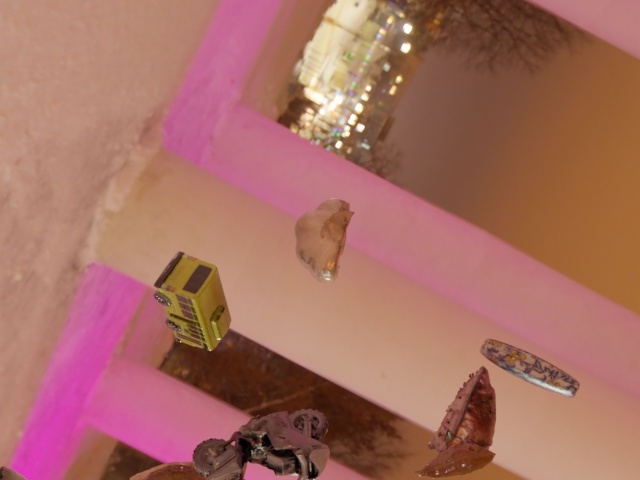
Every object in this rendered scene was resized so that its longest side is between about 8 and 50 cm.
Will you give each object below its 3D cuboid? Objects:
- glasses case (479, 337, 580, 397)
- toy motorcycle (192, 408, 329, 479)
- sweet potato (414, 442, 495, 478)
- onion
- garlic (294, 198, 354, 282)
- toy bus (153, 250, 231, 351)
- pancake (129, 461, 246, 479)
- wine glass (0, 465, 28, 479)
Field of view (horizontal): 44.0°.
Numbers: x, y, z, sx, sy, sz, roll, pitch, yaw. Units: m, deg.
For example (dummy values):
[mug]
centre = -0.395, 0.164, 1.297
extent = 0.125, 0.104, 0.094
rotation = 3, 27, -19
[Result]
[glasses case]
centre = 0.508, 0.310, 1.932
extent = 0.065, 0.248, 0.087
rotation = -59, 159, -15
[toy motorcycle]
centre = -0.096, 0.401, 1.482
extent = 0.159, 0.271, 0.106
rotation = 49, -33, 48
[sweet potato]
centre = 0.282, 0.465, 1.666
extent = 0.060, 0.206, 0.068
rotation = -21, -100, 60
[onion]
centre = 0.416, 0.486, 2.151
extent = 0.280, 0.146, 0.314
rotation = -59, 171, -3
[garlic]
centre = 0.000, 0.000, 2.048
extent = 0.178, 0.143, 0.229
rotation = 106, -9, -57
[toy bus]
centre = -0.320, 0.166, 2.040
extent = 0.262, 0.150, 0.128
rotation = 83, 30, -50
[pancake]
centre = -0.255, 0.620, 1.681
extent = 0.071, 0.382, 0.382
rotation = -55, -175, 25
[wine glass]
centre = -0.683, 0.711, 1.823
extent = 0.096, 0.309, 0.264
rotation = -35, -160, 45
